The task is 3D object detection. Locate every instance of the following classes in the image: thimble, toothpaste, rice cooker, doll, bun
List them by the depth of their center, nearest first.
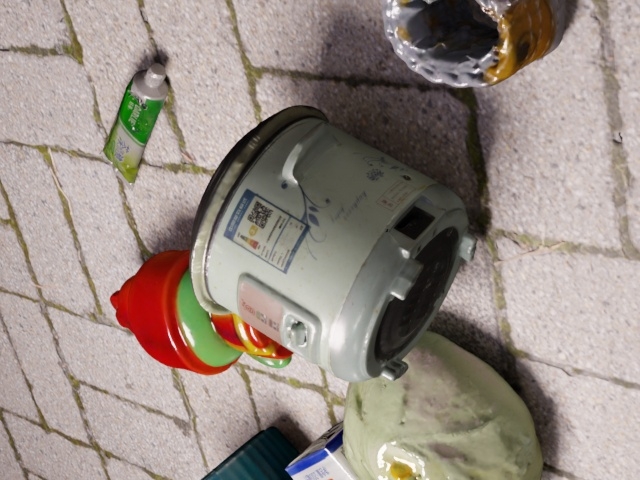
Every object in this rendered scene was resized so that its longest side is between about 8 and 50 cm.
[{"bbox_3d":[0.148,-0.220,1.129,0.151,0.118,0.127,25,134,32],"label":"thimble"},{"bbox_3d":[0.000,0.000,1.332,0.317,0.264,0.316,30,148,21],"label":"rice cooker"},{"bbox_3d":[0.127,0.261,1.469,0.283,0.179,0.283,28,138,28],"label":"bun"},{"bbox_3d":[-0.255,-0.160,1.643,0.078,0.047,0.248,48,144,9],"label":"toothpaste"},{"bbox_3d":[-0.178,0.099,1.668,0.363,0.160,0.182,2,127,45],"label":"doll"}]

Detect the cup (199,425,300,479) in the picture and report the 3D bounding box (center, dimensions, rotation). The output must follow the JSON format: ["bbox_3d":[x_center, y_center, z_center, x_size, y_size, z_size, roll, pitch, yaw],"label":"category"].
[{"bbox_3d":[-0.057,0.449,1.795,0.242,0.308,0.292,-43,84,19],"label":"cup"}]

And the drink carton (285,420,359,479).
[{"bbox_3d":[0.107,0.393,1.652,0.315,0.106,0.130,50,143,1],"label":"drink carton"}]
